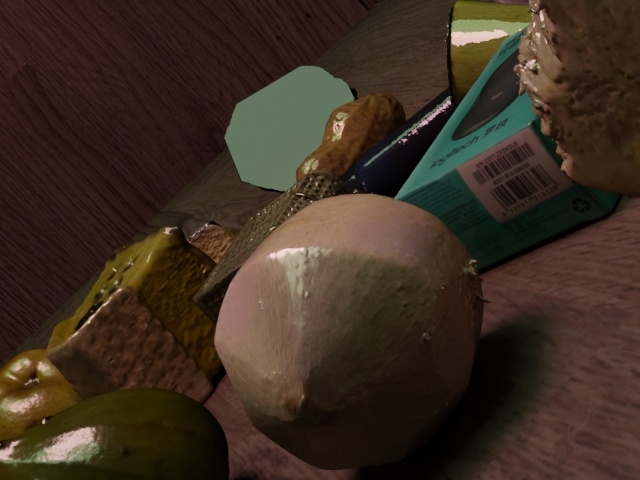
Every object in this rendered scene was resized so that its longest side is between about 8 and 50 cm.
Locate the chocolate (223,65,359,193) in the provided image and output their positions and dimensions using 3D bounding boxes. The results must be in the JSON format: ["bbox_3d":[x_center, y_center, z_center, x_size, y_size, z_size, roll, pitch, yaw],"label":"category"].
[{"bbox_3d":[-0.006,-0.144,2.149,0.224,0.206,0.177,-30,-29,12],"label":"chocolate"}]

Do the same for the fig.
[{"bbox_3d":[-0.203,0.226,1.254,0.203,0.225,0.203,-56,20,33],"label":"fig"}]

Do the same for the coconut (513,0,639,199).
[{"bbox_3d":[0.291,-0.182,0.916,0.297,0.297,0.309,-28,19,49],"label":"coconut"}]

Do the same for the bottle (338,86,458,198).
[{"bbox_3d":[0.121,-0.118,1.727,0.244,0.072,0.082,-38,16,23],"label":"bottle"}]

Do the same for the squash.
[{"bbox_3d":[0.250,-0.215,1.519,0.287,0.137,0.137,8,48,44],"label":"squash"}]

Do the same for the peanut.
[{"bbox_3d":[0.042,-0.137,1.960,0.226,0.108,0.095,-51,20,-26],"label":"peanut"}]

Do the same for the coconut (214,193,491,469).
[{"bbox_3d":[0.026,0.081,1.074,0.224,0.224,0.234,-39,12,19],"label":"coconut"}]

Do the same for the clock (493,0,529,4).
[{"bbox_3d":[0.289,-0.418,1.919,0.068,0.197,0.197,-47,13,-18],"label":"clock"}]

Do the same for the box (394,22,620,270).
[{"bbox_3d":[0.229,-0.124,1.316,0.205,0.118,0.311,-26,21,48],"label":"box"}]

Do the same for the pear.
[{"bbox_3d":[-0.354,0.244,1.730,0.200,0.200,0.200,-40,13,11],"label":"pear"}]

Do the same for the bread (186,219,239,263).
[{"bbox_3d":[-0.196,0.068,1.940,0.240,0.135,0.178,-43,12,9],"label":"bread"}]

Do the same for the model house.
[{"bbox_3d":[-0.222,0.132,1.685,0.174,0.193,0.234,-26,22,38],"label":"model house"}]

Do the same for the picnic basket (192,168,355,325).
[{"bbox_3d":[-0.027,0.029,1.563,0.154,0.134,0.196,-33,15,33],"label":"picnic basket"}]
